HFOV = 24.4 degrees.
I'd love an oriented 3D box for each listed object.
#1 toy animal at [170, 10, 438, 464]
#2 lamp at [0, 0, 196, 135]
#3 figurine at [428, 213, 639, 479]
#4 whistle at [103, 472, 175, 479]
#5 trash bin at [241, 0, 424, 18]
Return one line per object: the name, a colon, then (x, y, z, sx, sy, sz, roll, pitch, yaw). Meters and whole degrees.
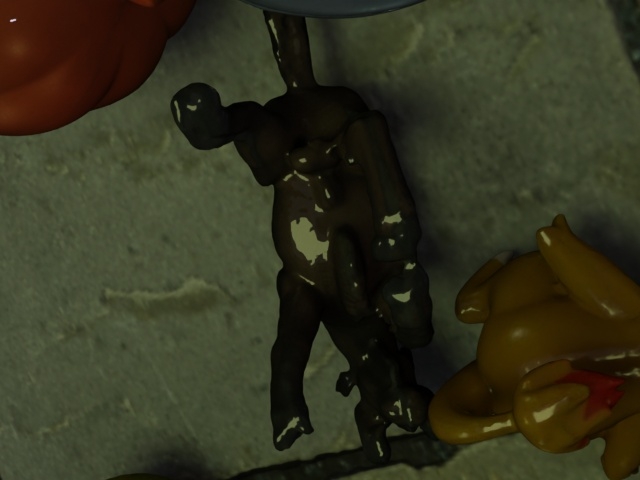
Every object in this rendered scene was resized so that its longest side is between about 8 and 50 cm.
toy animal: (0.000, 0.000, 0.667, 0.084, 0.148, 0.233, -17, 99, 1)
lamp: (-0.132, -0.138, 0.659, 0.164, 0.187, 0.188, 22, 121, 24)
figurine: (0.123, 0.052, 0.597, 0.176, 0.122, 0.121, -10, 101, 39)
whistle: (-0.067, 0.194, 0.807, 0.223, 0.123, 0.123, 2, 111, 19)
trash bin: (0.002, -0.202, 0.544, 0.176, 0.101, 0.236, -1, 111, -10)
